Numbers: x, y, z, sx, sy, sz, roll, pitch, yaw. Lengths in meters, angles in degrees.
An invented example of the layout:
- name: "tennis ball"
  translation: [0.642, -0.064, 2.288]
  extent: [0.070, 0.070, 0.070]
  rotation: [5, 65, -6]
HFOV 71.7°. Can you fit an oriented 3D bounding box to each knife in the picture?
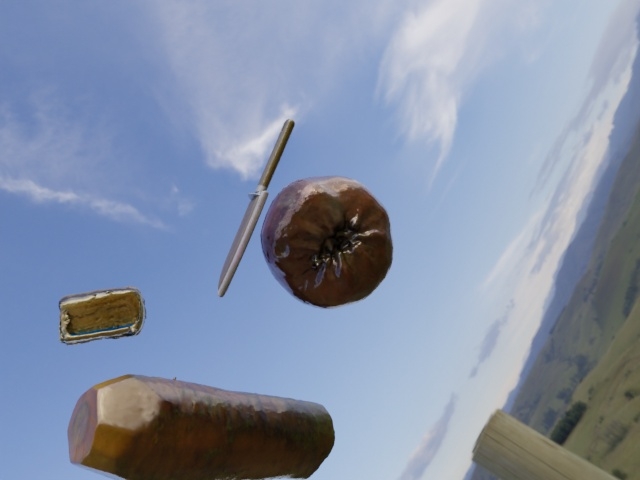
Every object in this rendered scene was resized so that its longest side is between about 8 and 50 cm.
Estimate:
- name: "knife"
  translation: [-0.081, -0.050, 0.553]
  extent: [0.022, 0.046, 0.255]
  rotation: [28, -109, -25]

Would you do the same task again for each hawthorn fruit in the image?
- name: "hawthorn fruit"
  translation: [0.000, -0.010, 0.499]
  extent: [0.149, 0.189, 0.149]
  rotation: [-8, -64, -16]

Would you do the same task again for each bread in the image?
- name: "bread"
  translation: [-0.295, 0.102, 0.604]
  extent: [0.106, 0.072, 0.053]
  rotation: [-5, -20, -19]

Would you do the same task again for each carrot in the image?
- name: "carrot"
  translation: [-0.126, 0.229, 0.525]
  extent: [0.302, 0.114, 0.114]
  rotation: [23, -85, -36]
